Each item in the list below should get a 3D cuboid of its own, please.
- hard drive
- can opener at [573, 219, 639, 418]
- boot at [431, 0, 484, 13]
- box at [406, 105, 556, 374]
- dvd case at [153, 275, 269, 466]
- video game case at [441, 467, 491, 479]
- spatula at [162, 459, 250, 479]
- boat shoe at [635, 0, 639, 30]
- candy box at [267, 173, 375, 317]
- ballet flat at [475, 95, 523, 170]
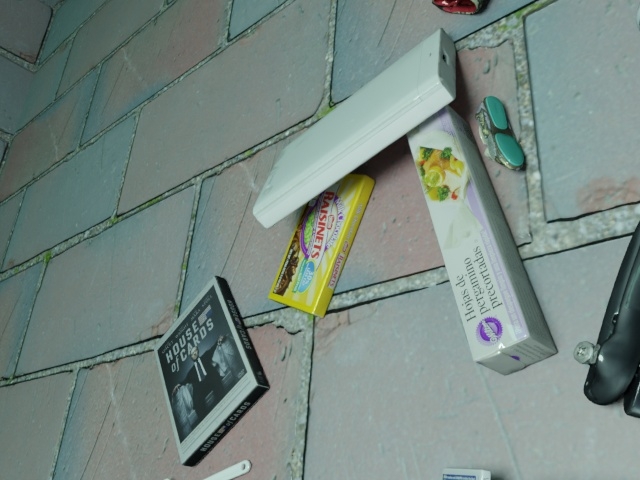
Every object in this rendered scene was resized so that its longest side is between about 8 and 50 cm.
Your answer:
[{"bbox_3d":[0.047,-0.154,0.840,0.307,0.040,0.203,-32,23,29],"label":"hard drive"},{"bbox_3d":[0.275,0.060,0.539,0.059,0.073,0.186,118,172,-75],"label":"can opener"},{"bbox_3d":[0.189,-0.426,0.867,0.236,0.085,0.179,38,100,49],"label":"boot"},{"bbox_3d":[0.166,-0.017,0.676,0.063,0.067,0.324,-34,48,31],"label":"box"},{"bbox_3d":[-0.178,0.193,0.945,0.179,0.029,0.239,-48,43,15],"label":"dvd case"},{"bbox_3d":[0.129,0.274,0.559,0.087,0.011,0.122,124,157,-67],"label":"video game case"},{"bbox_3d":[-0.176,0.399,0.836,0.242,0.019,0.168,-34,47,29],"label":"spatula"},{"bbox_3d":[0.405,-0.175,0.487,0.302,0.109,0.094,14,83,47],"label":"boat shoe"},{"bbox_3d":[0.000,0.000,0.869,0.105,0.027,0.206,13,78,45],"label":"candy box"},{"bbox_3d":[0.208,-0.118,0.717,0.041,0.041,0.115,-31,49,31],"label":"ballet flat"}]
